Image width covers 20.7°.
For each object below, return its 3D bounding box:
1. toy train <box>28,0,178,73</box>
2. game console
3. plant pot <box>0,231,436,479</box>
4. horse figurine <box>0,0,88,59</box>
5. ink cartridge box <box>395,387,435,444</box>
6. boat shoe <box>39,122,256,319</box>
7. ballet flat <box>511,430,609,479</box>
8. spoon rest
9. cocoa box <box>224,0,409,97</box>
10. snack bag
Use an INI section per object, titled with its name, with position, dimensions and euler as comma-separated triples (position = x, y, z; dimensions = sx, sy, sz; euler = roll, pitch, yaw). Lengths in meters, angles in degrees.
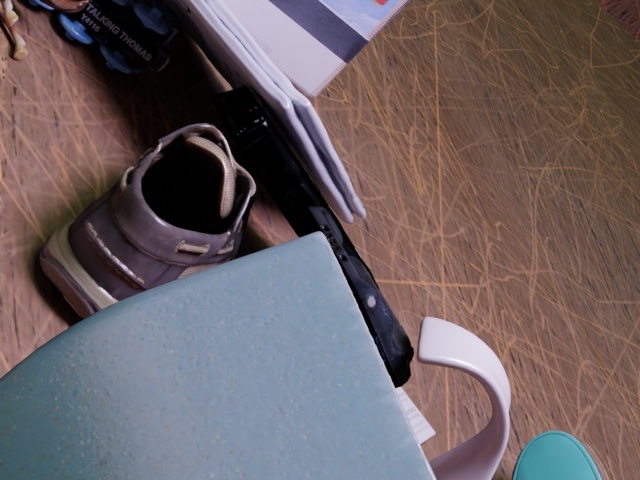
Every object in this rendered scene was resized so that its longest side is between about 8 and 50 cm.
[toy train]
position = -0.221, -0.238, 1.731
dimensions = 0.184, 0.080, 0.105
euler = 39, 16, -18
[game console]
position = 0.000, 0.000, 1.536
dimensions = 0.213, 0.044, 0.361
euler = 56, 2, -28
[plant pot]
position = -0.089, 0.181, 1.064
dimensions = 0.252, 0.247, 0.248
euler = -11, 54, -19
[horse figurine]
position = -0.333, -0.261, 1.574
dimensions = 0.263, 0.066, 0.174
euler = 15, 47, -50
[ink cartridge box]
position = 0.005, 0.134, 1.558
dimensions = 0.175, 0.072, 0.127
euler = 53, 23, 8
[boat shoe]
position = -0.112, -0.026, 1.520
dimensions = 0.132, 0.130, 0.355
euler = 47, 23, -6
[ballet flat]
position = 0.260, 0.342, 1.671
dimensions = 0.124, 0.116, 0.342
euler = 57, 13, -42
[spoon rest]
position = 0.109, 0.193, 1.462
dimensions = 0.084, 0.276, 0.137
euler = 7, 35, 5
[cocoa box]
position = -0.069, -0.380, 1.993
dimensions = 0.347, 0.228, 0.231
euler = 37, 18, -27
[snack bag]
position = -0.087, -0.189, 1.756
dimensions = 0.342, 0.037, 0.323
euler = 50, -2, 22
